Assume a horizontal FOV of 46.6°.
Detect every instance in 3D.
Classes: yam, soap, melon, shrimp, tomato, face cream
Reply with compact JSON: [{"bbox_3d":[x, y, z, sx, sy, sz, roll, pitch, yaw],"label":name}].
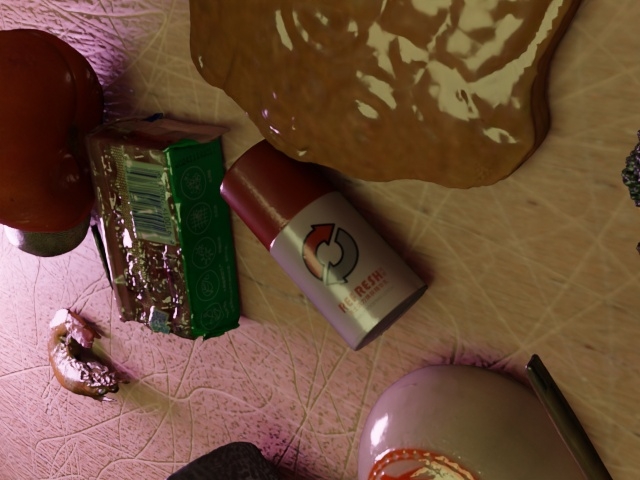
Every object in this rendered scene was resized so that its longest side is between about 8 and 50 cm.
[{"bbox_3d":[-0.327,0.026,1.123,0.014,0.014,0.107,0,111,43],"label":"yam"},{"bbox_3d":[-0.189,-0.013,0.914,0.218,0.098,0.273,15,120,38],"label":"soap"},{"bbox_3d":[-0.398,-0.033,1.088,0.167,0.114,0.114,-13,101,52],"label":"melon"},{"bbox_3d":[-0.395,0.200,1.243,0.249,0.068,0.150,18,117,42],"label":"shrimp"},{"bbox_3d":[-0.369,-0.131,0.918,0.180,0.259,0.259,6,120,3],"label":"tomato"},{"bbox_3d":[0.000,0.000,0.745,0.214,0.096,0.095,48,135,14],"label":"face cream"}]

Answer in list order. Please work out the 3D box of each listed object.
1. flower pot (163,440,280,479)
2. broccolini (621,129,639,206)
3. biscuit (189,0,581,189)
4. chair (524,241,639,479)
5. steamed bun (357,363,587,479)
[{"bbox_3d":[-0.085,0.419,0.922,0.283,0.299,0.299,48,136,27],"label":"flower pot"},{"bbox_3d":[0.305,-0.049,0.482,0.203,0.068,0.091,1,125,26],"label":"broccolini"},{"bbox_3d":[0.021,-0.224,0.612,0.385,0.062,0.364,21,125,28],"label":"biscuit"},{"bbox_3d":[0.288,0.139,0.470,0.272,0.188,0.166,58,150,-6],"label":"chair"},{"bbox_3d":[0.130,0.237,0.707,0.232,0.145,0.231,21,124,35],"label":"steamed bun"}]
